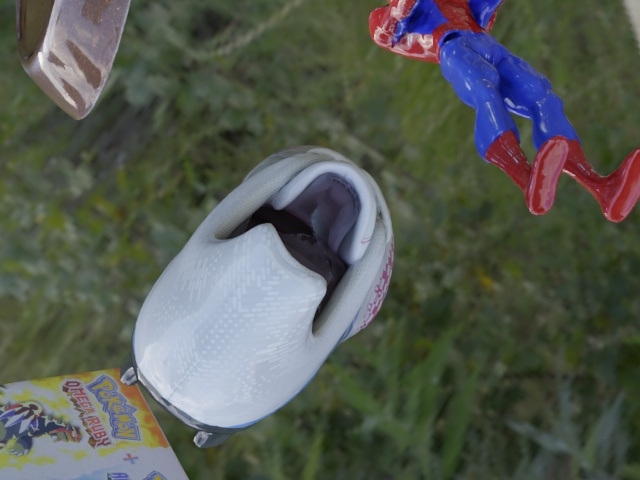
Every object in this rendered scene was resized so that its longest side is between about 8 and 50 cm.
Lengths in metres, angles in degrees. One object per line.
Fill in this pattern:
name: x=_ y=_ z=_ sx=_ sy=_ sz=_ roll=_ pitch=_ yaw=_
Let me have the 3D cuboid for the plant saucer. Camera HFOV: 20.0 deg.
plant saucer: x=-0.104 y=-0.137 z=0.771 sx=0.029 sy=0.168 sz=0.168 roll=7 pitch=165 yaw=-17

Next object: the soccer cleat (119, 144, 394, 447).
soccer cleat: x=0.000 y=0.000 z=1.034 sx=0.116 sy=0.331 sz=0.143 roll=39 pitch=116 yaw=-2

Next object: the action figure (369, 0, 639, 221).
action figure: x=0.111 y=-0.136 z=1.094 sx=0.091 sy=0.139 sz=0.280 roll=7 pitch=-155 yaw=-28

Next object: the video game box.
video game box: x=-0.171 y=0.167 z=1.107 sx=0.205 sy=0.187 sz=0.048 roll=54 pitch=139 yaw=44
